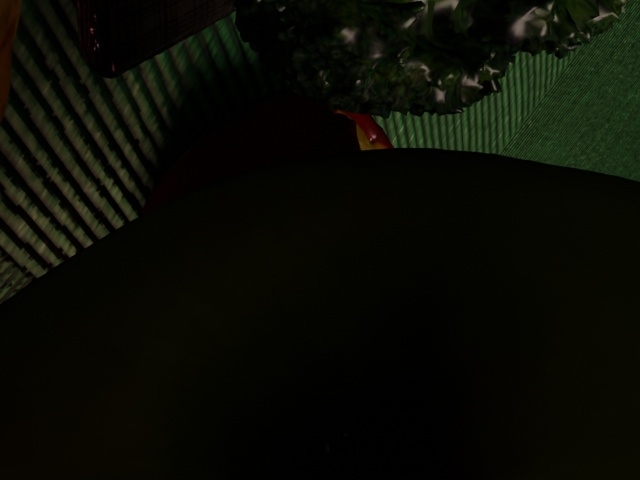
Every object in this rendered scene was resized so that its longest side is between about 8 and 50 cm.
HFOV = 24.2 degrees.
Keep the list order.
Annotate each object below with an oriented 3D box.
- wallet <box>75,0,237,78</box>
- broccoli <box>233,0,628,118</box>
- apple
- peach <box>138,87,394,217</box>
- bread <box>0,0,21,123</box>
[{"bbox_3d":[-0.021,-0.173,0.704,0.230,0.042,0.124,-33,147,-29],"label":"wallet"},{"bbox_3d":[0.061,-0.200,0.532,0.297,0.297,0.297,5,83,-54],"label":"broccoli"},{"bbox_3d":[0.035,0.194,0.626,0.473,0.473,0.473,-48,162,-22],"label":"apple"},{"bbox_3d":[0.000,0.000,0.884,0.226,0.190,0.196,-36,149,-36],"label":"peach"},{"bbox_3d":[-0.211,0.052,0.379,0.277,0.167,0.324,-75,-171,-69],"label":"bread"}]
